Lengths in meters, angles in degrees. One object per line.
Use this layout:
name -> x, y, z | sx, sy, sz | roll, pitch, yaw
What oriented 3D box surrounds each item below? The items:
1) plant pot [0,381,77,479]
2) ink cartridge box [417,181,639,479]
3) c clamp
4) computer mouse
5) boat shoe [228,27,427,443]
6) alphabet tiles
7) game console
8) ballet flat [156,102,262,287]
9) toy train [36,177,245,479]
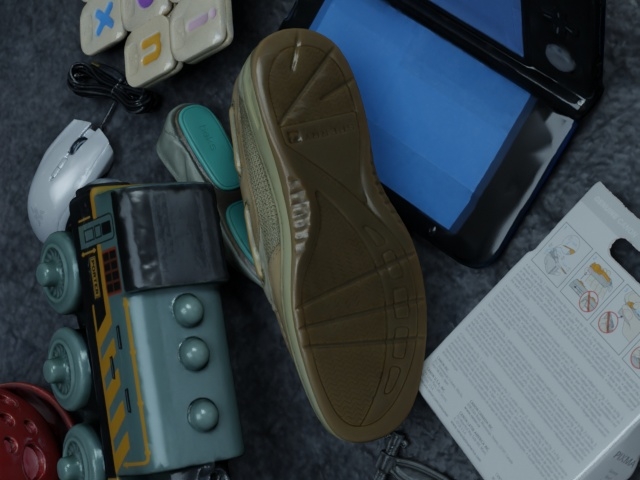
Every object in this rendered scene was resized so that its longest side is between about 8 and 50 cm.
plant pot -> -0.333, 0.225, 1.193 | 0.191, 0.174, 0.191 | -2, 86, 26
ink cartridge box -> 0.195, 0.092, 0.966 | 0.225, 0.056, 0.181 | -47, 44, 11
c clamp -> 0.056, 0.242, 1.082 | 0.137, 0.022, 0.161 | 19, 94, 22
computer mouse -> -0.239, -0.080, 1.235 | 0.106, 0.042, 0.193 | 31, 101, 24
boat shoe -> 0.000, 0.000, 1.052 | 0.110, 0.121, 0.341 | -28, 71, 63
alphabet tiles -> -0.140, -0.290, 1.163 | 0.278, 0.021, 0.284 | -20, 69, 43
game console -> 0.064, -0.158, 1.019 | 0.293, 0.250, 0.173 | 36, 77, 24
ballet flat -> -0.083, -0.029, 1.149 | 0.213, 0.072, 0.068 | 59, 139, 18
toy train -> -0.153, 0.100, 1.100 | 0.190, 0.142, 0.334 | -18, 78, 55
